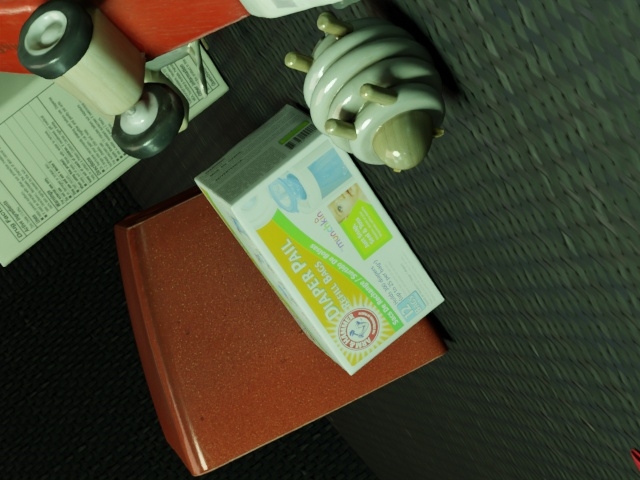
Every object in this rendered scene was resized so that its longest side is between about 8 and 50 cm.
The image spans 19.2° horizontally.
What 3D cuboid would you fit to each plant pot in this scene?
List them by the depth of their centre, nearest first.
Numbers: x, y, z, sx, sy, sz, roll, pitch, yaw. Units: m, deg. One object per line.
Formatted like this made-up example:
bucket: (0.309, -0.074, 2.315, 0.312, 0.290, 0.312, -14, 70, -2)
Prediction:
plant pot: (-0.068, 0.052, 1.856, 0.236, 0.267, 0.267, 65, 171, -7)

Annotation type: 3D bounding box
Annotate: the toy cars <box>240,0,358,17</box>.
toy cars: (-0.096, -0.242, 1.209, 0.394, 0.087, 0.176, 48, 172, 32)

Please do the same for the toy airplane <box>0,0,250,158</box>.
toy airplane: (-0.245, -0.225, 1.485, 0.384, 0.272, 0.386, 23, 162, -6)

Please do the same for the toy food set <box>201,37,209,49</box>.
toy food set: (-0.128, -0.230, 1.741, 0.122, 0.019, 0.078, 56, 177, 45)

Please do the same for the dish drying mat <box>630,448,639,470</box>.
dish drying mat: (0.254, 0.191, 1.411, 0.083, 0.008, 0.032, 57, 172, -35)

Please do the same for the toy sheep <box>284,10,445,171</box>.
toy sheep: (0.029, -0.095, 1.152, 0.091, 0.091, 0.132, 65, 180, -60)

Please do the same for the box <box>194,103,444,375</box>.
box: (0.000, 0.000, 1.659, 0.203, 0.114, 0.103, 54, 172, -26)

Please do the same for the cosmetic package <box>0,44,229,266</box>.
cosmetic package: (-0.263, -0.136, 1.912, 0.129, 0.296, 0.153, 41, 166, 52)
